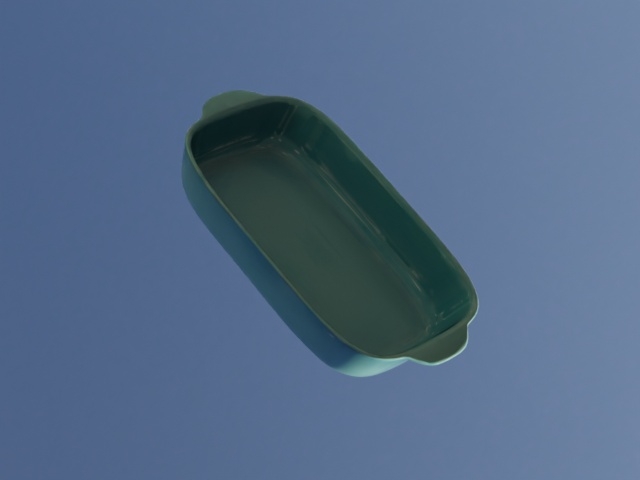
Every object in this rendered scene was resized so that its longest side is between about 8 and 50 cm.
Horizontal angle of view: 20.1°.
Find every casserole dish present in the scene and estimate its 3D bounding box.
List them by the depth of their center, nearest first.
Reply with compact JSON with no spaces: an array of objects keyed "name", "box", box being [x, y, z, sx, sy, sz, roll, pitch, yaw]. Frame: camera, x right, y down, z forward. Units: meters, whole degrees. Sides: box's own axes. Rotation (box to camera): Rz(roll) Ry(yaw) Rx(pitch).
[{"name":"casserole dish","box":[0.000,0.000,0.944,0.188,0.037,0.114,49,-139,16]}]
